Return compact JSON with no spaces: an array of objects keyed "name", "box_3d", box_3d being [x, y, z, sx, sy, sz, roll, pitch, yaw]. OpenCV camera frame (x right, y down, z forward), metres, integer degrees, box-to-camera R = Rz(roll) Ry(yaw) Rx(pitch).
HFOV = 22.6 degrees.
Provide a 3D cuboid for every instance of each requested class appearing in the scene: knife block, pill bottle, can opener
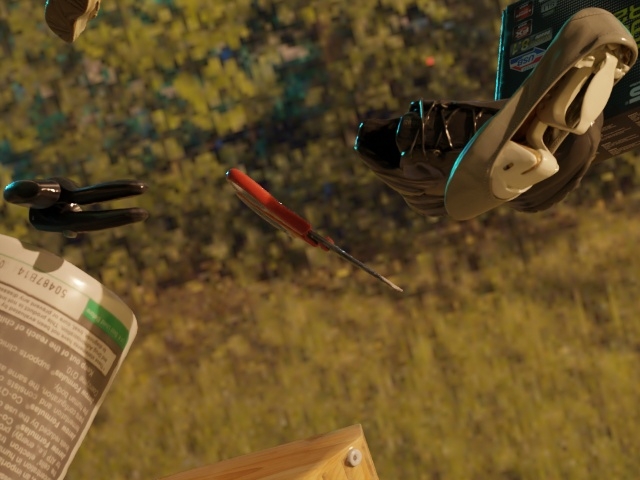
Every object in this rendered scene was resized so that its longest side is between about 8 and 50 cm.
[{"name":"knife block","box_3d":[-0.116,0.234,1.247,0.242,0.088,0.276,3,27,47]},{"name":"pill bottle","box_3d":[-0.343,0.191,1.561,0.204,0.204,0.361,0,58,49]},{"name":"can opener","box_3d":[-0.224,-0.030,1.522,0.186,0.059,0.073,4,9,43]}]

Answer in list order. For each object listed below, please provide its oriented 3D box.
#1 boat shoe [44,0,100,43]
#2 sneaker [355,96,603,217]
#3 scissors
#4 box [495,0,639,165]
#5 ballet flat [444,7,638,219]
[{"name":"boat shoe","box_3d":[-0.229,-0.235,1.513,0.045,0.050,0.135,-50,4,-23]},{"name":"sneaker","box_3d":[0.147,-0.090,1.566,0.130,0.109,0.286,28,-27,-35]},{"name":"scissors","box_3d":[0.000,0.000,1.831,0.297,0.109,0.021,33,78,31]},{"name":"box","box_3d":[0.300,-0.189,1.623,0.270,0.060,0.216,-21,47,39]},{"name":"ballet flat","box_3d":[0.179,-0.091,1.304,0.072,0.213,0.068,20,22,-44]}]
